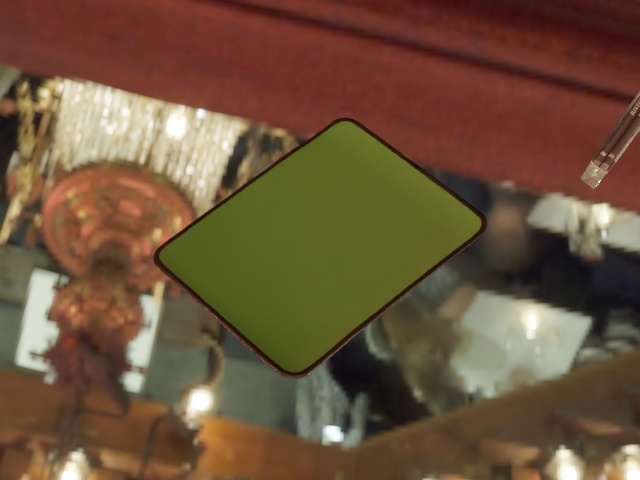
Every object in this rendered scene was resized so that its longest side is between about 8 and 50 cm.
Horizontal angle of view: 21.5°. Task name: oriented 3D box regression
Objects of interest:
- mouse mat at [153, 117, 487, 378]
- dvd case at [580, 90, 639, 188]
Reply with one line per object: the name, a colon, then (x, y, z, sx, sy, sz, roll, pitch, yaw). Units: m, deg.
mouse mat: (0.000, 0.000, 1.158, 0.152, 0.190, 0.007, 39, 153, 30)
dvd case: (0.181, -0.082, 0.907, 0.013, 0.087, 0.119, 37, 89, 6)
